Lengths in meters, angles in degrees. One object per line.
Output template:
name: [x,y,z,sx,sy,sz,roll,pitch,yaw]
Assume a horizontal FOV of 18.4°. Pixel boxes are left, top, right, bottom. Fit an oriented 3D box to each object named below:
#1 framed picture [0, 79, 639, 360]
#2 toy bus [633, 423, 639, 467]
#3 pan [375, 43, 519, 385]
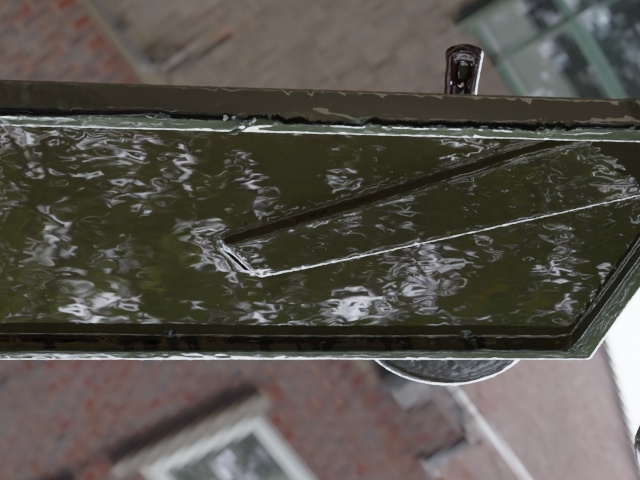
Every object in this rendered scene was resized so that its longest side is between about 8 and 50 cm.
framed picture: [0.000,0.000,0.680,0.250,0.184,0.016,0,-117,-11]
toy bus: [0.171,0.077,0.670,0.123,0.060,0.075,25,-110,36]
pan: [0.073,-0.006,1.081,0.114,0.212,0.040,4,-148,1]
